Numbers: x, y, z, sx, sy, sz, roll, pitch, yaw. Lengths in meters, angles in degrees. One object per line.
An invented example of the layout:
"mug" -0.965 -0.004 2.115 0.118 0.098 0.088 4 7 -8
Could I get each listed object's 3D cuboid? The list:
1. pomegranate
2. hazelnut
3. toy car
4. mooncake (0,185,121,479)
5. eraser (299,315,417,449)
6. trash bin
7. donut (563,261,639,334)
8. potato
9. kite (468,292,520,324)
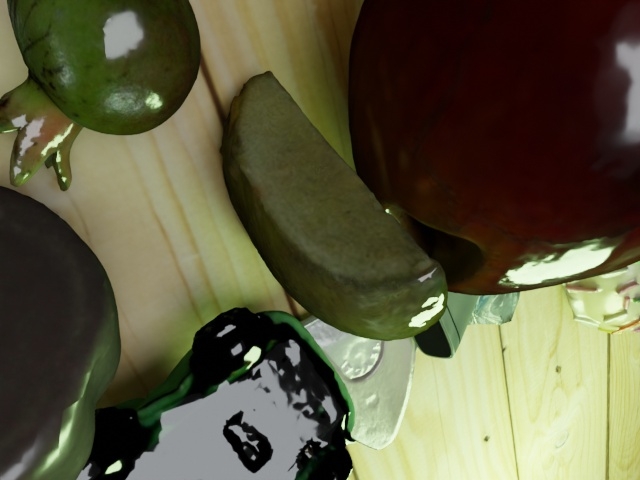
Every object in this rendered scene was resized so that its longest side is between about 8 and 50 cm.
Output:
"pomegranate" -0.182 -0.134 0.339 0.191 0.152 0.131 -41 131 10
"hazelnut" 0.212 -0.153 0.445 0.429 0.402 0.402 -38 122 -35
"toy car" -0.141 0.231 0.448 0.358 0.176 0.213 -39 99 -26
"mooncake" -0.261 0.083 0.300 0.245 0.245 0.133 -15 149 -27
"eraser" 0.056 0.187 0.624 0.204 0.059 0.243 -24 112 -25
"trash bin" 0.169 0.077 0.617 0.130 0.059 0.116 -49 123 -39
"donut" 0.643 0.014 0.889 0.382 0.142 0.383 -9 108 -29
"potato" 0.000 0.000 0.404 0.112 0.255 0.269 -32 119 -6
"kite" 0.248 0.097 0.744 0.310 0.015 0.169 -13 112 -29
